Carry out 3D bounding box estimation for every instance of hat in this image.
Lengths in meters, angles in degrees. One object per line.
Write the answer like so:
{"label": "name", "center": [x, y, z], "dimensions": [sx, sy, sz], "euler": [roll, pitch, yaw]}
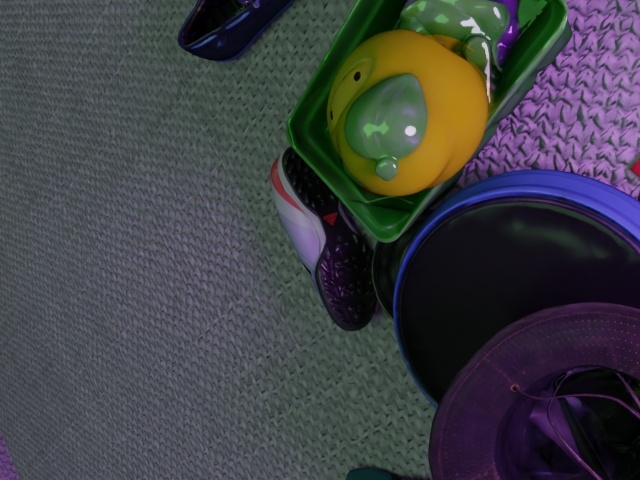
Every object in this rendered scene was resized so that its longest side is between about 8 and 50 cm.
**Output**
{"label": "hat", "center": [0.288, 0.215, 0.724], "dimensions": [0.332, 0.134, 0.330], "euler": [2, 99, 16]}

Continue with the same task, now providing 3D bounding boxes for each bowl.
{"label": "bowl", "center": [0.271, 0.106, 0.830], "dimensions": [0.392, 0.077, 0.390], "euler": [9, 108, 30]}

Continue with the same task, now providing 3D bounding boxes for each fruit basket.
{"label": "fruit basket", "center": [0.100, -0.179, 0.773], "dimensions": [0.283, 0.392, 0.392], "euler": [49, 125, 22]}

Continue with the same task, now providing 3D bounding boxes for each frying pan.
{"label": "frying pan", "center": [0.201, 0.005, 0.925], "dimensions": [0.197, 0.053, 0.326], "euler": [47, 119, 19]}

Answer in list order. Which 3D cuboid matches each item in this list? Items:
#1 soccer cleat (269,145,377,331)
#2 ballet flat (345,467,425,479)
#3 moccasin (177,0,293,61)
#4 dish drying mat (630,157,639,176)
{"label": "soccer cleat", "center": [0.000, 0.000, 1.076], "dimensions": [0.116, 0.109, 0.318], "euler": [-30, 81, 62]}
{"label": "ballet flat", "center": [0.122, 0.424, 1.066], "dimensions": [0.189, 0.070, 0.070], "euler": [-5, 95, 44]}
{"label": "moccasin", "center": [-0.119, -0.420, 1.072], "dimensions": [0.342, 0.117, 0.137], "euler": [-48, 68, 35]}
{"label": "dish drying mat", "center": [0.411, -0.071, 0.763], "dimensions": [0.083, 0.008, 0.032], "euler": [46, 125, 24]}
